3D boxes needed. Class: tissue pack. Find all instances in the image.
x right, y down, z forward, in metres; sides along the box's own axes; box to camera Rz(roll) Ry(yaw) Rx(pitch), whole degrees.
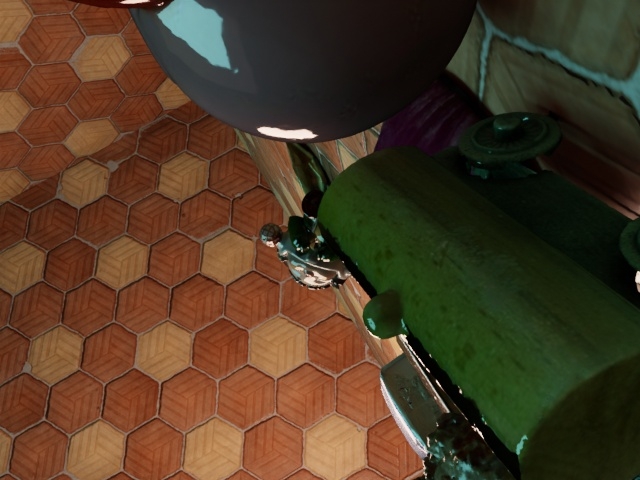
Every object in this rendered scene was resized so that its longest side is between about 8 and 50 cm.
[{"bbox_3d":[0.213,0.319,1.433,0.198,0.146,0.263,58,174,18],"label":"tissue pack"}]

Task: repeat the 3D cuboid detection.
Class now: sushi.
[{"bbox_3d":[0.219,0.312,0.891,0.225,0.239,0.218,-60,-43,-54],"label":"sushi"}]

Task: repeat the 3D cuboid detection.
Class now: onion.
[{"bbox_3d":[0.120,-0.014,0.689,0.247,0.111,0.250,59,173,33],"label":"onion"}]

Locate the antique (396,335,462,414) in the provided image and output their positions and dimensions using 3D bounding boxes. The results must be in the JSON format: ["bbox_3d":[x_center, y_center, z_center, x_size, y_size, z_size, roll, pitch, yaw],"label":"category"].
[{"bbox_3d":[0.233,0.246,1.117,0.309,0.093,0.087,58,174,22],"label":"antique"}]

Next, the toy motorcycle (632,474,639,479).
[{"bbox_3d":[0.273,0.239,0.652,0.169,0.113,0.315,50,167,-3],"label":"toy motorcycle"}]

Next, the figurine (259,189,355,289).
[{"bbox_3d":[0.000,0.000,1.685,0.282,0.167,0.370,22,158,6],"label":"figurine"}]

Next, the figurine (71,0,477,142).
[{"bbox_3d":[-0.015,-0.169,0.441,0.211,0.270,0.261,53,-178,14],"label":"figurine"}]

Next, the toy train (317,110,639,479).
[{"bbox_3d":[0.121,0.031,0.443,0.307,0.190,0.126,51,168,54],"label":"toy train"}]

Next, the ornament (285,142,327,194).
[{"bbox_3d":[-0.041,-0.169,1.695,0.180,0.059,0.201,63,177,5],"label":"ornament"}]
